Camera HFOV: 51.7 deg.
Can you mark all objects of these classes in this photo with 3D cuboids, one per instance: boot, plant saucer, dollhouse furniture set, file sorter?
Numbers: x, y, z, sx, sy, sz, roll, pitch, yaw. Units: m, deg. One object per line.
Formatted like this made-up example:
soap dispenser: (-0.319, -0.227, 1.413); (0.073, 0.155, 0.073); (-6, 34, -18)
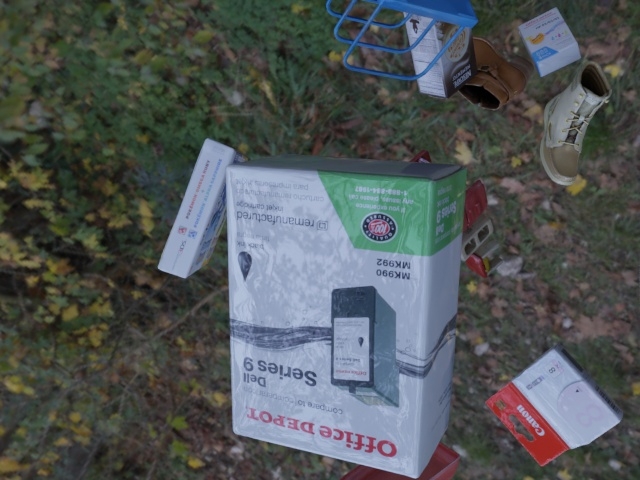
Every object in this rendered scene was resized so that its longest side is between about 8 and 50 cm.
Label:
boot: (0.634, -0.288, 1.632); (0.095, 0.261, 0.203); (12, 157, -5)
plant saucer: (0.169, 0.543, 1.494); (0.047, 0.259, 0.258); (61, 166, -7)
boot: (0.424, -0.457, 1.827); (0.283, 0.220, 0.109); (30, 143, 20)
dollhouse furniture set: (0.329, -0.038, 1.729); (0.201, 0.152, 0.374); (37, 166, 39)
file sorter: (0.069, -0.276, 0.719); (0.118, 0.170, 0.104); (2, 151, -30)

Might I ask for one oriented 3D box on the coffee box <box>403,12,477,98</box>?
coffee box: (0.304, -0.503, 1.660); (0.098, 0.141, 0.246); (24, 145, 43)

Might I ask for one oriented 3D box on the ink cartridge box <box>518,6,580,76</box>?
ink cartridge box: (0.574, -0.517, 1.678); (0.104, 0.181, 0.061); (-24, 143, 18)

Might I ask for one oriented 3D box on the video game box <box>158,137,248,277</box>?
video game box: (-0.165, -0.048, 0.963); (0.048, 0.187, 0.205); (23, -176, -2)

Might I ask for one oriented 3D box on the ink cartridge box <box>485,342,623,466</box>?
ink cartridge box: (0.486, 0.361, 1.406); (0.189, 0.066, 0.232); (49, 117, 16)

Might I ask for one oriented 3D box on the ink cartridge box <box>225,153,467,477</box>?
ink cartridge box: (0.025, 0.066, 0.668); (0.211, 0.121, 0.289); (6, 105, 24)
